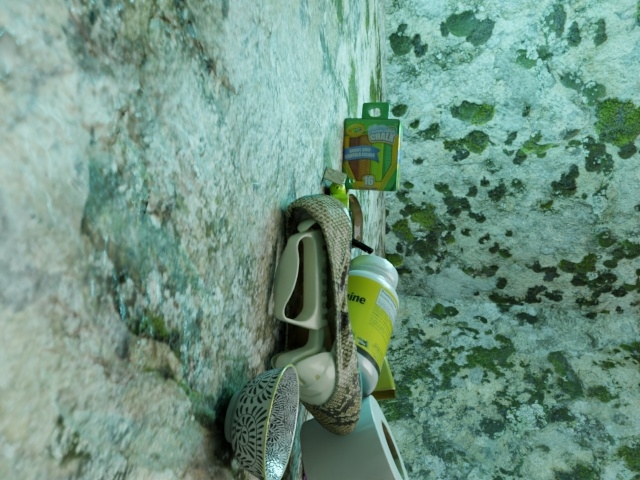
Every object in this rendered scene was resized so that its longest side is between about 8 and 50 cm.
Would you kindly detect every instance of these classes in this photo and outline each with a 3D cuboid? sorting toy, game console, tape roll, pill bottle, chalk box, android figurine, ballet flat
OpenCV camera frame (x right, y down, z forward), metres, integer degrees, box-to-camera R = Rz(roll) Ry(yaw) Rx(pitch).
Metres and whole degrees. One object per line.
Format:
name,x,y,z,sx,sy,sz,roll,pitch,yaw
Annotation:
sorting toy,0.049,-0.162,1.201,0.062,0.083,0.012,-74,-172,-50
game console,0.111,-0.019,1.256,0.071,0.107,0.122,-61,174,-2
tape roll,0.081,0.484,0.990,0.246,0.169,0.246,-23,90,-84
pill bottle,0.087,0.198,1.135,0.334,0.187,0.188,-63,155,-43
chalk box,0.175,-0.309,1.500,0.179,0.180,0.289,-30,121,-76
android figurine,0.050,-0.035,1.239,0.273,0.056,0.248,-3,94,-85
ballet flat,-0.021,0.151,0.872,0.182,0.164,0.483,-2,91,-56

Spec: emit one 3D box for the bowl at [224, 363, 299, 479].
bowl,-0.091,0.267,0.678,0.170,0.080,0.170,3,90,-77

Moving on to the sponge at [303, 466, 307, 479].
sponge,-0.008,0.560,1.268,0.210,0.031,0.117,-58,150,-66

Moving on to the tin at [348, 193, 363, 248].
tin,0.096,-0.057,1.421,0.106,0.040,0.190,52,-25,44

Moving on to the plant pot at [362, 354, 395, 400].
plant pot,0.120,0.403,1.452,0.212,0.212,0.187,70,14,-62
